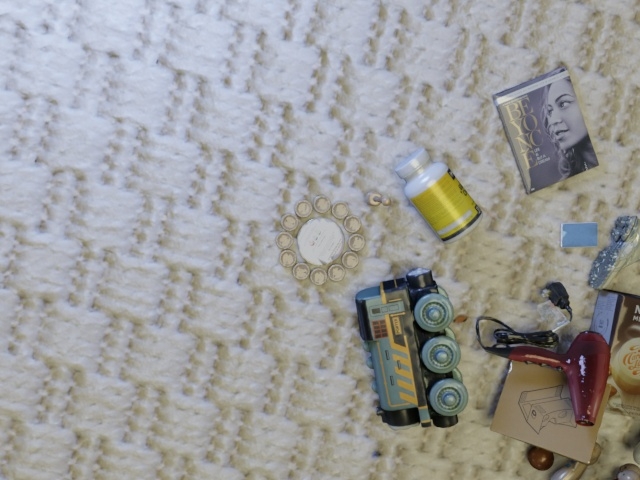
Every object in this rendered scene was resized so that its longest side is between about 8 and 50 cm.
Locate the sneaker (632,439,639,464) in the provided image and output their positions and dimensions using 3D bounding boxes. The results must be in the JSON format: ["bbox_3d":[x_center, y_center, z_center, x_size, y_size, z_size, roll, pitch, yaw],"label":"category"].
[{"bbox_3d":[0.734,0.361,1.520,0.235,0.094,0.153,-38,97,-2],"label":"sneaker"}]

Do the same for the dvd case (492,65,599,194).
[{"bbox_3d":[0.470,-0.228,1.471,0.165,0.018,0.221,-22,97,-4],"label":"dvd case"}]

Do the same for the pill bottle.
[{"bbox_3d":[0.233,-0.091,1.414,0.103,0.103,0.184,-39,99,-2],"label":"pill bottle"}]

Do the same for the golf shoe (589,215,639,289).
[{"bbox_3d":[0.641,0.037,1.494,0.086,0.069,0.176,29,93,-14],"label":"golf shoe"}]

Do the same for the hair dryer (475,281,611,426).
[{"bbox_3d":[0.473,0.244,1.438,0.224,0.080,0.293,-28,56,-3],"label":"hair dryer"}]

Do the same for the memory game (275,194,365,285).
[{"bbox_3d":[0.000,0.000,1.442,0.186,0.012,0.186,-1,95,-7],"label":"memory game"}]

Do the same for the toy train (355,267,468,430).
[{"bbox_3d":[0.184,0.225,1.430,0.190,0.142,0.333,-10,98,7],"label":"toy train"}]

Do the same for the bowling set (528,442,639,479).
[{"bbox_3d":[0.551,0.472,1.471,0.154,0.287,0.200,-43,66,-4],"label":"bowling set"}]

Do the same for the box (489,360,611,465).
[{"bbox_3d":[0.469,0.346,1.449,0.201,0.021,0.164,16,72,24],"label":"box"}]

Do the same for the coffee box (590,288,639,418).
[{"bbox_3d":[0.648,0.238,1.494,0.141,0.098,0.246,10,94,-7],"label":"coffee box"}]

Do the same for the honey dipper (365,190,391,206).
[{"bbox_3d":[0.115,-0.078,1.372,0.031,0.161,0.030,-1,97,-7],"label":"honey dipper"}]

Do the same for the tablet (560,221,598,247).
[{"bbox_3d":[0.551,-0.012,1.507,0.083,0.006,0.054,-2,95,-7],"label":"tablet"}]
